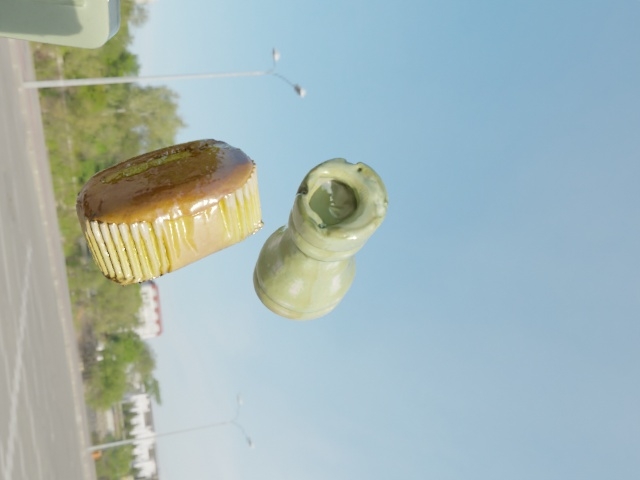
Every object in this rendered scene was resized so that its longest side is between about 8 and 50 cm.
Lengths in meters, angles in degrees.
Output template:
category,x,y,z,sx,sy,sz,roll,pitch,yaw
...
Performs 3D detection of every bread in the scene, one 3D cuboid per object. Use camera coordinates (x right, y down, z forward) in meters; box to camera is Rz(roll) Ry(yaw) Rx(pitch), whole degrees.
category,x,y,z,sx,sy,sz,roll,pitch,yaw
bread,-0.236,-0.061,1.196,0.204,0.288,0.156,-129,-154,-54

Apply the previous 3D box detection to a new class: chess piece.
category,x,y,z,sx,sy,sz,roll,pitch,yaw
chess piece,0.000,0.000,1.582,0.442,0.234,0.234,118,-38,-63

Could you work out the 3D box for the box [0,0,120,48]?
category,x,y,z,sx,sy,sz,roll,pitch,yaw
box,-0.645,-0.641,1.640,0.111,0.395,0.397,-84,-178,-57
